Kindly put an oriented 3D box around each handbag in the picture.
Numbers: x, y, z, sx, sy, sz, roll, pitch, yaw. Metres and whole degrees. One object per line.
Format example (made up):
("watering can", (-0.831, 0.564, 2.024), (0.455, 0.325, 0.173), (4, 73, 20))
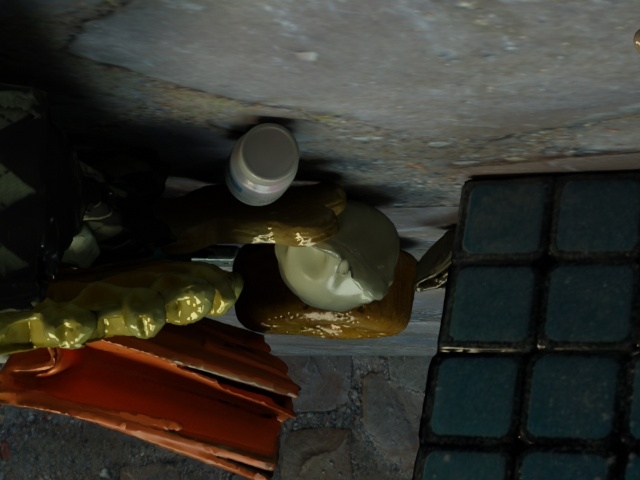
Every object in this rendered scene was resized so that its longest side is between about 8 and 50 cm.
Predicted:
("handbag", (-0.275, -0.030, 0.873), (0.317, 0.180, 0.416), (0, 178, 0))
("handbag", (-0.182, 0.128, 1.356), (0.303, 0.116, 0.410), (17, -179, -9))

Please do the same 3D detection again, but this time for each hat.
("hat", (0.188, 0.005, 1.313), (0.147, 0.085, 0.175), (14, 147, -7))

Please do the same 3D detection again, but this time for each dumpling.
("dumpling", (-0.003, 0.002, 1.228), (0.155, 0.111, 0.181), (38, 152, -23))

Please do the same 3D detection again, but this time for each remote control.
("remote control", (-0.183, 0.024, 1.638), (0.166, 0.029, 0.065), (1, 170, 8))

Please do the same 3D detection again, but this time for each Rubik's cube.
("Rubik's cube", (0.303, 0.160, 1.098), (0.344, 0.337, 0.344), (-3, 151, 25))

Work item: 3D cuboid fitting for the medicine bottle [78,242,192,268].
("medicine bottle", (-0.202, 0.003, 1.340), (0.124, 0.079, 0.258), (-1, 172, 2))

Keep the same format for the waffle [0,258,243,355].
("waffle", (-0.184, 0.050, 1.034), (0.250, 0.056, 0.261), (-10, -178, -10))

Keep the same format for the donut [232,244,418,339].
("donut", (0.005, 0.055, 1.509), (0.227, 0.113, 0.226), (3, 170, 1))

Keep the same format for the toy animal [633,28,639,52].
("toy animal", (0.210, -0.089, 0.584), (0.083, 0.089, 0.150), (-8, 176, 36))

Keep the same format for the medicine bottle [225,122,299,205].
("medicine bottle", (-0.044, -0.058, 0.967), (0.052, 0.052, 0.089), (4, 171, -9))

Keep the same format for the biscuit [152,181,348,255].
("biscuit", (-0.093, -0.019, 1.123), (0.234, 0.030, 0.153), (-3, -164, 10))

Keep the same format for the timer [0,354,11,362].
("timer", (-0.462, 0.094, 1.599), (0.315, 0.290, 0.291), (-22, 167, 8))
